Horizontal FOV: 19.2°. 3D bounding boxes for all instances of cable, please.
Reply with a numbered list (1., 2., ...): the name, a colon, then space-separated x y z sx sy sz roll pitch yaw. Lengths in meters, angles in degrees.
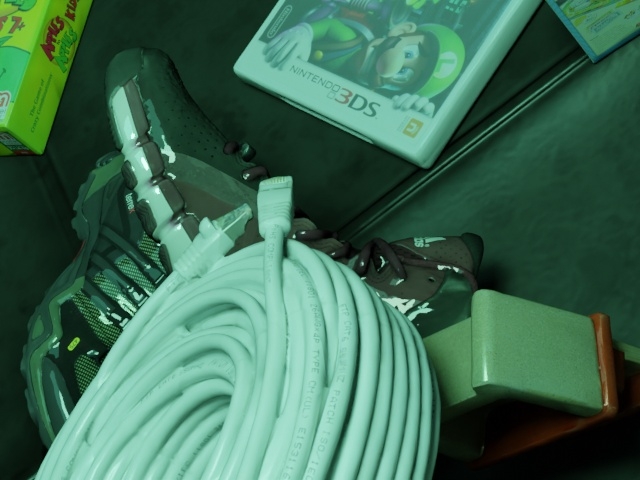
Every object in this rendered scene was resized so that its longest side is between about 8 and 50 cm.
1. cable: -0.054 0.122 0.869 0.257 0.089 0.257 -49 26 16

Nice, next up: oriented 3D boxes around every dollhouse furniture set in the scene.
1. dollhouse furniture set: 0.103 0.164 0.877 0.262 0.135 0.259 -28 51 44

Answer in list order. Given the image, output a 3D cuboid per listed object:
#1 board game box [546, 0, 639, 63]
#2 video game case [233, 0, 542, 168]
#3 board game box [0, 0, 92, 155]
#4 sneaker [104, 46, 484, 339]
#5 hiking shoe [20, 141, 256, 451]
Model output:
1. board game box: 0.190 -0.174 1.041 0.154 0.103 0.026 -33 50 13
2. video game case: 0.055 -0.153 1.174 0.173 0.022 0.190 29 82 41
3. board game box: -0.216 -0.148 1.338 0.092 0.043 0.181 -1 64 34
4. sneaker: 0.000 0.000 1.040 0.162 0.106 0.281 -24 85 5
5. hiking shoe: -0.102 0.037 1.125 0.114 0.086 0.227 -10 58 33
